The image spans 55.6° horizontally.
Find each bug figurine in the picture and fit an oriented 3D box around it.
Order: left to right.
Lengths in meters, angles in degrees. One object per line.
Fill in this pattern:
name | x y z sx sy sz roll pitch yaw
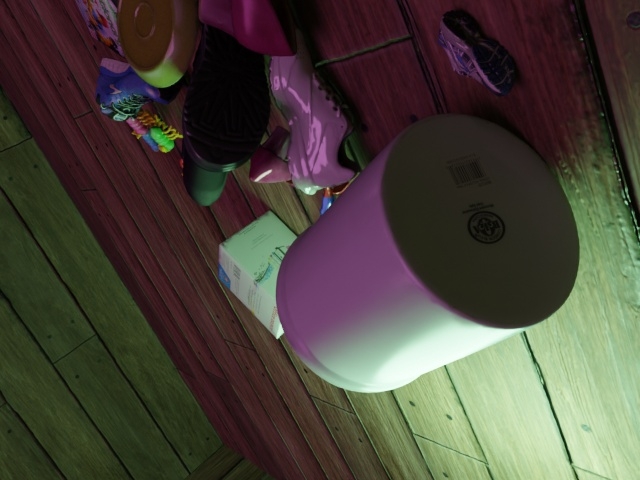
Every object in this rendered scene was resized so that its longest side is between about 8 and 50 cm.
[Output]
bug figurine | -0.429 -0.266 1.645 0.279 0.072 0.216 34 168 32

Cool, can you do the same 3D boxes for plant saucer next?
plant saucer | -0.318 -0.412 1.141 0.240 0.037 0.241 10 106 39

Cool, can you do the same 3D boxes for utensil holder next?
utensil holder | 0.142 0.040 0.929 0.328 0.327 0.385 51 149 4

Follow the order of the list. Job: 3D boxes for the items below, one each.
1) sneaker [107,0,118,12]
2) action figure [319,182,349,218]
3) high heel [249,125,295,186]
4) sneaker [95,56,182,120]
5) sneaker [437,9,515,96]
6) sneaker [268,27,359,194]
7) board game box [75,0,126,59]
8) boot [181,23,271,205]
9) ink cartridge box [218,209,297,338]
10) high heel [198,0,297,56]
sneaker | -0.368 -0.505 1.241 0.296 0.104 0.147 48 157 18
action figure | 0.000 0.000 1.291 0.091 0.139 0.281 34 148 33
high heel | -0.086 -0.130 1.227 0.082 0.117 0.244 31 169 8
sneaker | -0.462 -0.361 1.512 0.129 0.147 0.330 18 -179 -44
sneaker | 0.207 -0.243 0.815 0.135 0.052 0.058 55 162 11
sneaker | -0.006 -0.234 1.092 0.129 0.111 0.297 -6 111 24
board game box | -0.539 -0.595 1.463 0.193 0.053 0.305 36 156 28
boot | -0.225 -0.197 1.234 0.146 0.367 0.445 14 151 -16
ink cartridge box | -0.116 0.085 1.510 0.232 0.168 0.171 44 151 16
high heel | -0.082 -0.474 0.914 0.181 0.127 0.377 26 135 14
